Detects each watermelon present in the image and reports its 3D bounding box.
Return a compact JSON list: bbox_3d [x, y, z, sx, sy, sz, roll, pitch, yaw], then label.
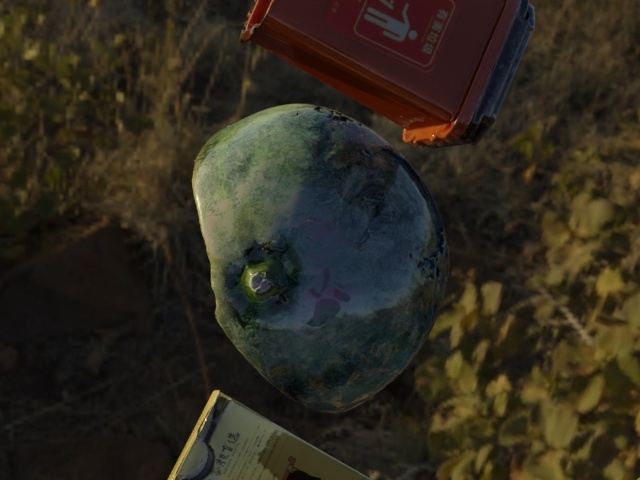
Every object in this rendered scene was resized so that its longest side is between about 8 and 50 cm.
[{"bbox_3d":[-0.004,0.002,1.192,0.322,0.188,0.175,60,30,4],"label":"watermelon"}]

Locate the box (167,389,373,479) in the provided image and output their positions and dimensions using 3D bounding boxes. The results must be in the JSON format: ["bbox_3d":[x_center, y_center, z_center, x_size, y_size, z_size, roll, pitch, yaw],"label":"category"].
[{"bbox_3d":[-0.019,0.140,0.642,0.020,0.149,0.073,11,69,54],"label":"box"}]

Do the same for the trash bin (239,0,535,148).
[{"bbox_3d":[0.056,-0.195,1.147,0.239,0.161,0.184,24,-3,-11],"label":"trash bin"}]

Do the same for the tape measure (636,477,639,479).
[{"bbox_3d":[0.208,0.189,0.625,0.154,0.177,0.087,41,75,17],"label":"tape measure"}]
